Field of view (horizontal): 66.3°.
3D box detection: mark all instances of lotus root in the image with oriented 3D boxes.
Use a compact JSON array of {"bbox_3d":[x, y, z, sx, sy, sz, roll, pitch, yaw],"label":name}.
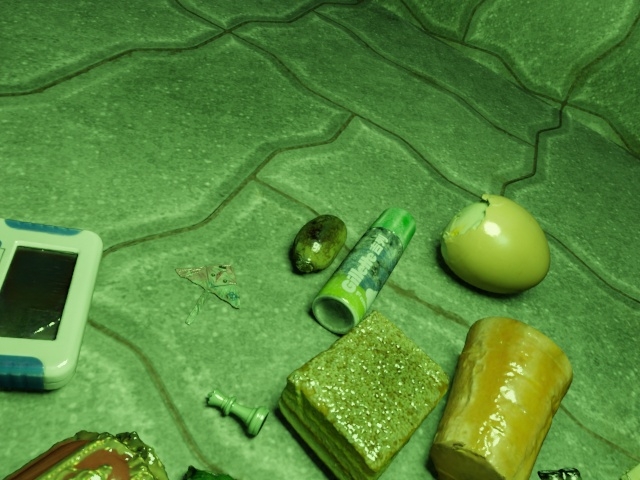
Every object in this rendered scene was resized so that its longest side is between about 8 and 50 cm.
[{"bbox_3d":[0.000,0.000,0.981,0.089,0.080,0.179,31,42,6],"label":"lotus root"}]

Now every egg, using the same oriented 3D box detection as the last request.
[{"bbox_3d":[0.382,0.015,1.062,0.244,0.201,0.201,34,42,-5],"label":"egg"}]

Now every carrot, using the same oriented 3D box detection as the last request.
[{"bbox_3d":[0.271,0.274,0.787,0.196,0.196,0.254,37,53,13],"label":"carrot"}]

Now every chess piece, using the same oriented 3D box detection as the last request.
[{"bbox_3d":[-0.124,0.245,0.715,0.093,0.042,0.042,24,42,9],"label":"chess piece"}]

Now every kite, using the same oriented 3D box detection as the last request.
[{"bbox_3d":[-0.199,0.086,0.858,0.137,0.005,0.152,29,43,8],"label":"kite"}]

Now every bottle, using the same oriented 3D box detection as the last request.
[{"bbox_3d":[0.098,0.045,0.974,0.093,0.093,0.330,33,43,8],"label":"bottle"}]

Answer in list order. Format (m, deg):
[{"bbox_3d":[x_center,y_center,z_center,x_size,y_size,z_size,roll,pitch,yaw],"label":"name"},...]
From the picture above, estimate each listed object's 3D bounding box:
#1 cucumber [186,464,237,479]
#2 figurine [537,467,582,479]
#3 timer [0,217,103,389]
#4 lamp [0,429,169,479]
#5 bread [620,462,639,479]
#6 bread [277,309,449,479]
[{"bbox_3d":[-0.114,0.398,0.523,0.145,0.105,0.325,11,42,-14],"label":"cucumber"},{"bbox_3d":[0.339,0.423,0.675,0.114,0.108,0.196,1,68,-15],"label":"figurine"},{"bbox_3d":[-0.423,0.087,0.700,0.178,0.078,0.253,10,46,-19],"label":"timer"},{"bbox_3d":[-0.272,0.310,0.468,0.177,0.177,0.274,38,34,14],"label":"lamp"},{"bbox_3d":[0.589,0.462,0.841,0.068,0.028,0.153,-10,52,-32],"label":"bread"},{"bbox_3d":[0.072,0.241,0.762,0.184,0.110,0.234,41,43,21],"label":"bread"}]
